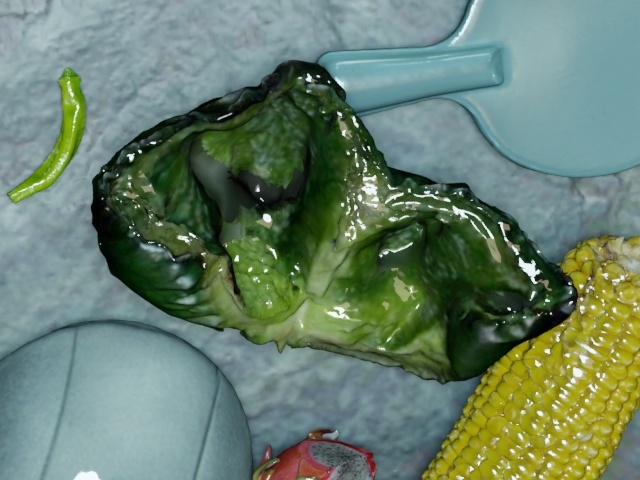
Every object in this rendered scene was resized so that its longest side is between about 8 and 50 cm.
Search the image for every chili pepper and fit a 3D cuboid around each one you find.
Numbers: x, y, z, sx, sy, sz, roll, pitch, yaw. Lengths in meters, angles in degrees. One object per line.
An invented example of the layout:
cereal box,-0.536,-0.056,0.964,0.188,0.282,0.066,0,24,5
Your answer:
chili pepper,-0.152,-0.057,1.034,0.030,0.017,0.083,18,99,-10
chili pepper,-0.002,-0.007,1.020,0.264,0.116,0.148,16,146,-16

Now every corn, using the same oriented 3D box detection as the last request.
corn,0.121,0.130,1.073,0.106,0.106,0.293,28,101,-13

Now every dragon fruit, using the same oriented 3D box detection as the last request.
dragon fruit,-0.008,0.143,1.081,0.060,0.083,0.056,18,106,34

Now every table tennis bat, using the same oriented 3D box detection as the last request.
table tennis bat,0.113,-0.103,1.045,0.237,0.038,0.149,-10,107,-9

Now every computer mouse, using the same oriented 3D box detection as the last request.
computer mouse,-0.159,0.228,1.060,0.188,0.122,0.371,19,105,-11
